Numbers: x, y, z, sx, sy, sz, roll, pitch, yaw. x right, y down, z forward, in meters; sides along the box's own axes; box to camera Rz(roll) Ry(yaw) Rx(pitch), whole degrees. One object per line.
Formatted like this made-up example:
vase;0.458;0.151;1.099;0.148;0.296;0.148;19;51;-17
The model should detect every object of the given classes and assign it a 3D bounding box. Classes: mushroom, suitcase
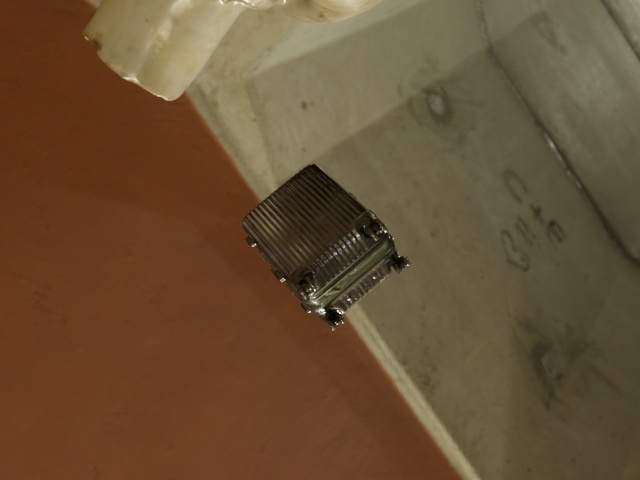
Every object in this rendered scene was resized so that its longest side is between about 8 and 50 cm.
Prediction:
mushroom;-0.082;-0.256;0.715;0.292;0.290;0.292;33;-176;-3
suitcase;0.000;0.000;0.599;0.059;0.086;0.126;55;174;-39
